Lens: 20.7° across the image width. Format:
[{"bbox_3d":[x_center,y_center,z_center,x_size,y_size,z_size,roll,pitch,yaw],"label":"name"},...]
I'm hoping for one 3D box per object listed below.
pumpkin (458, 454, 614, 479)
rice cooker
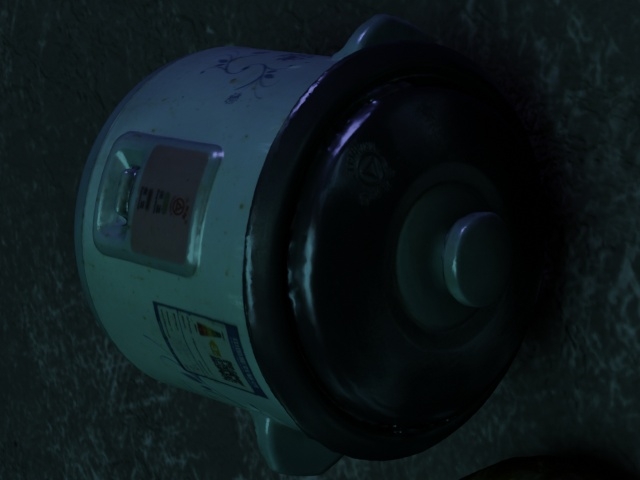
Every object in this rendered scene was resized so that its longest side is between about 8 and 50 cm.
[{"bbox_3d":[0.149,0.255,1.173,0.219,0.162,0.219,19,120,35],"label":"pumpkin"},{"bbox_3d":[0.000,0.000,1.148,0.316,0.264,0.317,-17,65,40],"label":"rice cooker"}]
